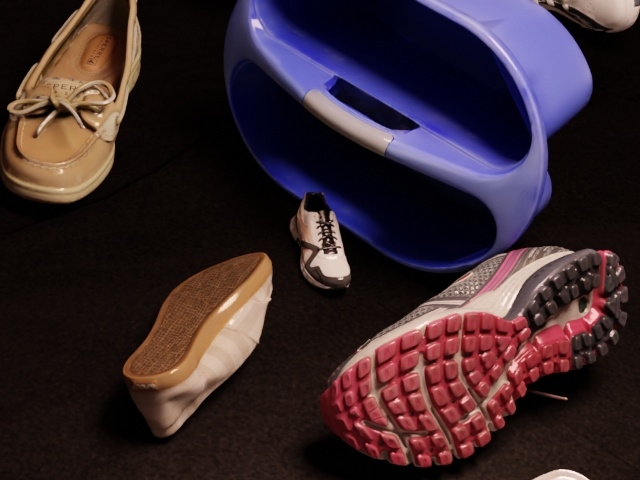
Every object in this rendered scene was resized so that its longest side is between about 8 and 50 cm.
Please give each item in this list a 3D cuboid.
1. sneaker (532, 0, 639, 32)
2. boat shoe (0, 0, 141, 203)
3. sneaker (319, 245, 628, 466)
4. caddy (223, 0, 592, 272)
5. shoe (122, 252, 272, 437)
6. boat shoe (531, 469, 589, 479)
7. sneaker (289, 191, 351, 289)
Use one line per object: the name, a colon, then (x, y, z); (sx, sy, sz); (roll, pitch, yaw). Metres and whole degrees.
sneaker: (0.228, -0.288, 1.896); (0.153, 0.094, 0.235); (-17, 47, -32)
boat shoe: (-0.226, -0.140, 1.573); (0.104, 0.089, 0.285); (12, 38, -3)
sneaker: (0.116, 0.090, 1.386); (0.299, 0.121, 0.112); (-22, 21, -36)
caddy: (0.068, -0.123, 1.518); (0.341, 0.241, 0.179); (32, 35, 24)
shoe: (-0.094, 0.078, 1.374); (0.076, 0.058, 0.219); (-6, 25, 27)
boat shoe: (0.131, 0.233, 1.203); (0.098, 0.096, 0.277); (29, 40, 21)
sneaker: (0.000, 0.000, 1.504); (0.040, 0.044, 0.109); (-3, 42, -23)
